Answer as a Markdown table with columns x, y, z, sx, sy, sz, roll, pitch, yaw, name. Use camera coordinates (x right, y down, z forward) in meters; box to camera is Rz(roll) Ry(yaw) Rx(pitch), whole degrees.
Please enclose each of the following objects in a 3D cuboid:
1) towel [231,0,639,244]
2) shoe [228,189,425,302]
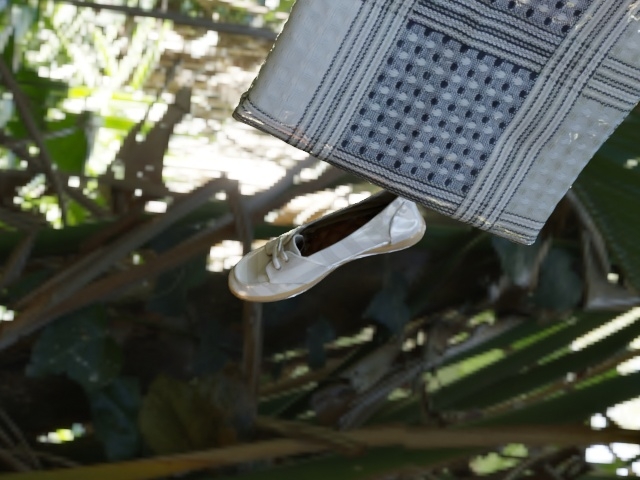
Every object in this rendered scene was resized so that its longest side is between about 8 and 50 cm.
| x | y | z | sx | sy | sz | roll | pitch | yaw | name |
| --- | --- | --- | --- | --- | --- | --- | --- | --- | --- |
| 0.131 | -0.160 | 0.961 | 0.324 | 0.312 | 0.056 | -57 | -163 | 31 | towel |
| 0.000 | 0.000 | 1.231 | 0.058 | 0.219 | 0.076 | 65 | 6 | -45 | shoe |
